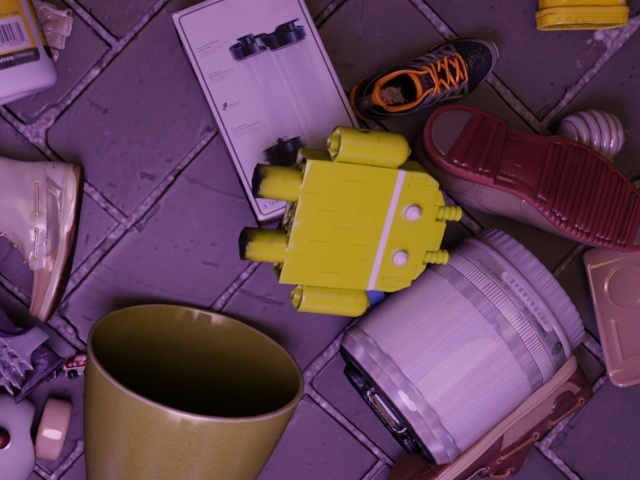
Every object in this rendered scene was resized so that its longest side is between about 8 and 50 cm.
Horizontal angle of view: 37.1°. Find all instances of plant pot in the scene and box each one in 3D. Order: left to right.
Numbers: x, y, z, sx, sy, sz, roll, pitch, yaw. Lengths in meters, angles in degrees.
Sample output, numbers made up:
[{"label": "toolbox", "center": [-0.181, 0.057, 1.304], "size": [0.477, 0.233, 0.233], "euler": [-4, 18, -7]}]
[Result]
[{"label": "plant pot", "center": [-0.191, 0.276, 1.231], "size": [0.274, 0.275, 0.294], "euler": [14, 109, -9]}]

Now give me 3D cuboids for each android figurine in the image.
[{"label": "android figurine", "center": [0.042, -0.020, 1.173], "size": [0.272, 0.056, 0.248], "euler": [8, 114, -18]}]

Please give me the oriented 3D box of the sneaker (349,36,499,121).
[{"label": "sneaker", "center": [0.148, -0.216, 1.294], "size": [0.214, 0.083, 0.084], "euler": [-25, 98, -6]}]

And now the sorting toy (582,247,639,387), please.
[{"label": "sorting toy", "center": [0.493, 0.092, 1.405], "size": [0.193, 0.038, 0.208], "euler": [-15, 94, -6]}]

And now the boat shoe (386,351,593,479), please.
[{"label": "boat shoe", "center": [0.246, 0.287, 1.347], "size": [0.342, 0.123, 0.123], "euler": [-39, 107, -13]}]

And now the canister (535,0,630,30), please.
[{"label": "canister", "center": [0.359, -0.379, 1.310], "size": [0.126, 0.073, 0.170], "euler": [-3, 96, -8]}]

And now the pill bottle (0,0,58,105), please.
[{"label": "pill bottle", "center": [-0.450, -0.314, 1.109], "size": [0.187, 0.188, 0.334], "euler": [-19, 100, -6]}]

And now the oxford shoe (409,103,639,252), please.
[{"label": "oxford shoe", "center": [0.287, -0.076, 1.312], "size": [0.348, 0.130, 0.123], "euler": [27, 71, -5]}]

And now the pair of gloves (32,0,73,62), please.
[{"label": "pair of gloves", "center": [-0.401, -0.353, 1.220], "size": [0.204, 0.042, 0.240], "euler": [21, 94, -10]}]

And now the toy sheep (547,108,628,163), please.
[{"label": "toy sheep", "center": [0.372, -0.140, 1.334], "size": [0.132, 0.091, 0.091], "euler": [-8, 98, -25]}]

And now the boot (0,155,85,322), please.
[{"label": "boot", "center": [-0.404, -0.008, 1.243], "size": [0.165, 0.077, 0.213], "euler": [10, 94, -7]}]

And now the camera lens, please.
[{"label": "camera lens", "center": [0.180, 0.142, 1.264], "size": [0.274, 0.219, 0.219], "euler": [-38, 100, -6]}]

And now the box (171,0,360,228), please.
[{"label": "box", "center": [-0.059, -0.180, 1.230], "size": [0.169, 0.087, 0.290], "euler": [-24, 84, -5]}]

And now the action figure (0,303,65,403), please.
[{"label": "action figure", "center": [-0.444, 0.072, 1.197], "size": [0.285, 0.185, 0.099], "euler": [47, 46, -2]}]

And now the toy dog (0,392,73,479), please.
[{"label": "toy dog", "center": [-0.431, 0.335, 1.234], "size": [0.220, 0.161, 0.334], "euler": [-3, 97, -8]}]

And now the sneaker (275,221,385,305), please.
[{"label": "sneaker", "center": [0.000, 0.000, 1.303], "size": [0.090, 0.081, 0.232], "euler": [-31, 93, -1]}]

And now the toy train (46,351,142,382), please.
[{"label": "toy train", "center": [-0.323, 0.169, 1.300], "size": [0.158, 0.027, 0.036], "euler": [-5, 87, -7]}]
